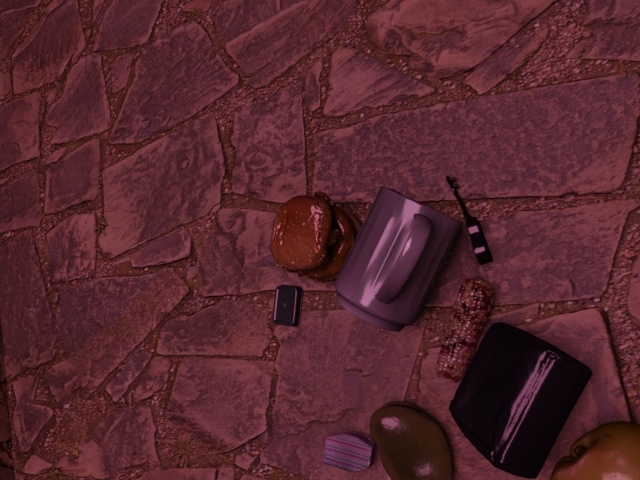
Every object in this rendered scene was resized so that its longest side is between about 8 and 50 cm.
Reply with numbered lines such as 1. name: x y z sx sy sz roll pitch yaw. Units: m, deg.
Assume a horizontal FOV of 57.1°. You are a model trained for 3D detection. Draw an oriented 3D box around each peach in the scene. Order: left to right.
1. peach: 0.646 0.525 1.197 0.316 0.314 0.281 31 82 25

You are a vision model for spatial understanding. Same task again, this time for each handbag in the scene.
1. handbag: 0.470 0.370 1.402 0.178 0.275 0.301 24 94 -15

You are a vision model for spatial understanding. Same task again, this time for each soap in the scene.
1. soap: 0.086 0.584 1.632 0.149 0.056 0.100 4 87 30

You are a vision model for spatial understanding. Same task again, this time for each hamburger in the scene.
1. hamburger: -0.009 0.004 1.683 0.245 0.211 0.260 -50 60 19

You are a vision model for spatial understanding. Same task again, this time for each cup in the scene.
1. cup: 0.195 0.056 1.499 0.237 0.323 0.326 25 97 -1

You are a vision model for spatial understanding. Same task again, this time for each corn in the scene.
1. corn: 0.367 0.230 1.507 0.092 0.092 0.280 21 94 30

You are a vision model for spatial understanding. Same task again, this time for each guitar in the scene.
1. guitar: 0.392 -0.063 1.555 0.038 0.084 0.271 -24 65 18

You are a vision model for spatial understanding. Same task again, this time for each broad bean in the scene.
1. broad bean: 0.240 0.540 1.533 0.189 0.121 0.263 -31 84 17

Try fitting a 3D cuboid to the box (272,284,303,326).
1. box: -0.103 0.200 1.809 0.091 0.031 0.126 4 86 30
